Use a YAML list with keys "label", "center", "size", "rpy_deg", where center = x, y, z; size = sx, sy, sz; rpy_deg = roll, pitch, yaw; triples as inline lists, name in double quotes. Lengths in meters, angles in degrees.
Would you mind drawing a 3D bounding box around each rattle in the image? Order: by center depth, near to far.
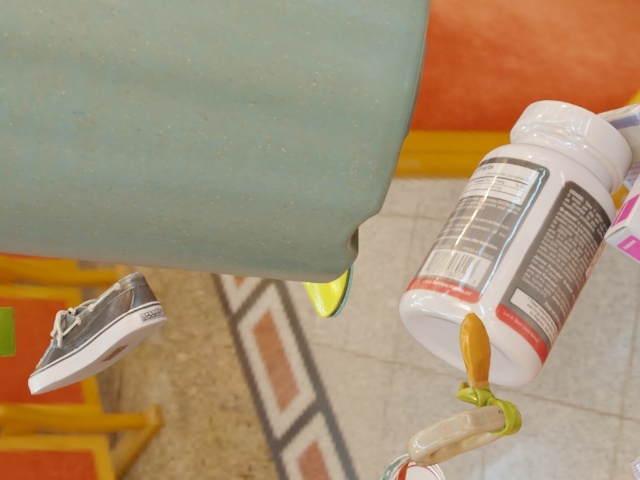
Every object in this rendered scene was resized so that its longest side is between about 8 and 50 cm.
- label: "rattle"
  center: [0.122, 0.194, 1.402]
  size: [0.142, 0.130, 0.200]
  rpy_deg: [59, 141, 7]

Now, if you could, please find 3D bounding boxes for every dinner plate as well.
- label: "dinner plate"
  center: [0.138, 0.379, 1.796]
  size: [0.141, 0.017, 0.141]
  rpy_deg: [-18, 66, 45]

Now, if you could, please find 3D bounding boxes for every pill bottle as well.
- label: "pill bottle"
  center: [0.278, -0.001, 1.703]
  size: [0.210, 0.210, 0.363]
  rpy_deg: [0, 53, 57]

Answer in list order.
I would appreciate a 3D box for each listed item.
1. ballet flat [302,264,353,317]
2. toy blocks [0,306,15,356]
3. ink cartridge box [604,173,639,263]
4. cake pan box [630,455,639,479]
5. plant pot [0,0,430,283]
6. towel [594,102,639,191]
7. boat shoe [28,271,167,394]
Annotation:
- label: "ballet flat"
  center: [0.000, 0.000, 1.504]
  size: [0.077, 0.077, 0.231]
  rpy_deg: [-50, 19, 38]
- label: "toy blocks"
  center: [-0.457, 0.075, 1.197]
  size: [0.261, 0.191, 0.381]
  rpy_deg: [-8, 83, 34]
- label: "ink cartridge box"
  center: [0.496, 0.006, 1.401]
  size: [0.185, 0.311, 0.065]
  rpy_deg: [-57, 4, -23]
- label: "cake pan box"
  center: [0.551, 0.358, 1.660]
  size: [0.267, 0.070, 0.245]
  rpy_deg: [-56, 46, 51]
- label: "plant pot"
  center: [-0.128, -0.124, 0.752]
  size: [0.341, 0.334, 0.341]
  rpy_deg: [-168, 90, -77]
- label: "towel"
  center: [0.492, -0.071, 1.750]
  size: [0.034, 0.285, 0.209]
  rpy_deg: [-37, 3, -6]
- label: "boat shoe"
  center: [-0.369, 0.147, 1.955]
  size: [0.306, 0.113, 0.104]
  rpy_deg: [-36, 75, 39]
